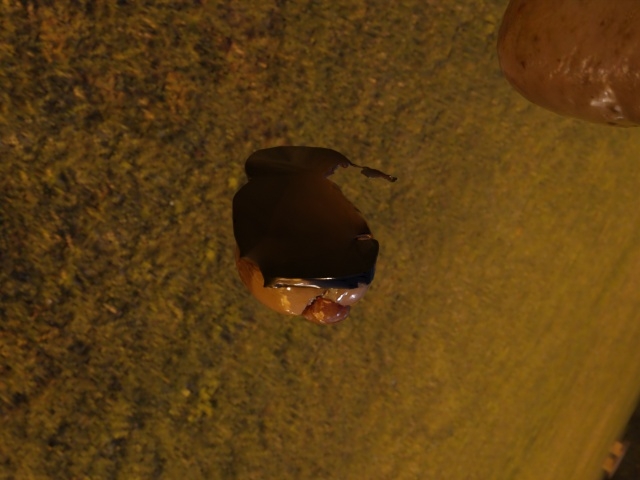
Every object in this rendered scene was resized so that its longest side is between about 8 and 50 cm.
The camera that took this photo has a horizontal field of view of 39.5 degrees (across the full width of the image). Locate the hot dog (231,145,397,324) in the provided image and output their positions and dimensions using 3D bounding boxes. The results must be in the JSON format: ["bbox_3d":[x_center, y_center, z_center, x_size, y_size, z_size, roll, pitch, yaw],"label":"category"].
[{"bbox_3d":[-0.006,0.002,1.033,0.326,0.194,0.107,-79,164,-59],"label":"hot dog"}]

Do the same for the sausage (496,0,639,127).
[{"bbox_3d":[0.295,-0.109,0.469,0.136,0.501,0.123,31,82,-35],"label":"sausage"}]
